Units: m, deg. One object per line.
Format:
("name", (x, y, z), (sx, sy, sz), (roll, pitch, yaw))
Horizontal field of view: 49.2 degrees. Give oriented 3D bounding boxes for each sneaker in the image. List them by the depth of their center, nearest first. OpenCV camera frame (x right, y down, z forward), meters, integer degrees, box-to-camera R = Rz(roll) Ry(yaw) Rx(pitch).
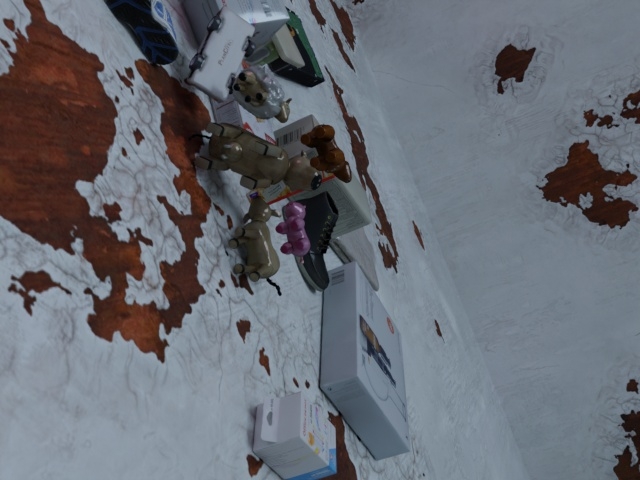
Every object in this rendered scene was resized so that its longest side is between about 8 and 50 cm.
("sneaker", (-0.326, -0.422, 1.265), (0.081, 0.080, 0.211), (-99, 168, -52))
("sneaker", (0.000, 0.000, 1.621), (0.222, 0.118, 0.083), (70, 18, 7))

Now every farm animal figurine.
("farm animal figurine", (-0.097, -0.116, 1.337), (0.326, 0.330, 0.172), (42, 18, 11))

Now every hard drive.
("hard drive", (-0.101, -0.596, 2.107), (0.237, 0.064, 0.339), (69, 19, 1))

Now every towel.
("towel", (0.092, 0.010, 1.987), (0.282, 0.049, 0.187), (51, 24, -42))

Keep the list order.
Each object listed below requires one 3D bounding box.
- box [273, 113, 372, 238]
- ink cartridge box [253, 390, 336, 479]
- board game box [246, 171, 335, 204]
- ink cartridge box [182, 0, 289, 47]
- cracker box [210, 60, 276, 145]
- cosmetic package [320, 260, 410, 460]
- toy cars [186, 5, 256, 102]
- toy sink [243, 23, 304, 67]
("box", (-0.004, -0.147, 1.743), (0.311, 0.147, 0.121), (52, 23, -44))
("ink cartridge box", (-0.045, 0.327, 1.165), (0.143, 0.089, 0.092), (55, 22, -37))
("board game box", (-0.048, -0.133, 1.516), (0.045, 0.193, 0.147), (66, 19, -9))
("ink cartridge box", (-0.188, -0.505, 1.542), (0.176, 0.127, 0.128), (-21, 88, -37))
("cracker box", (-0.176, -0.295, 1.544), (0.155, 0.067, 0.232), (28, 44, -63))
("cosmetic package", (0.107, 0.276, 1.656), (0.377, 0.097, 0.284), (-88, 153, -52))
("toy cars", (-0.236, -0.463, 1.394), (0.176, 0.087, 0.394), (-18, 95, -36))
("toy sink", (-0.162, -0.513, 1.733), (0.234, 0.131, 0.153), (64, 18, 3))
